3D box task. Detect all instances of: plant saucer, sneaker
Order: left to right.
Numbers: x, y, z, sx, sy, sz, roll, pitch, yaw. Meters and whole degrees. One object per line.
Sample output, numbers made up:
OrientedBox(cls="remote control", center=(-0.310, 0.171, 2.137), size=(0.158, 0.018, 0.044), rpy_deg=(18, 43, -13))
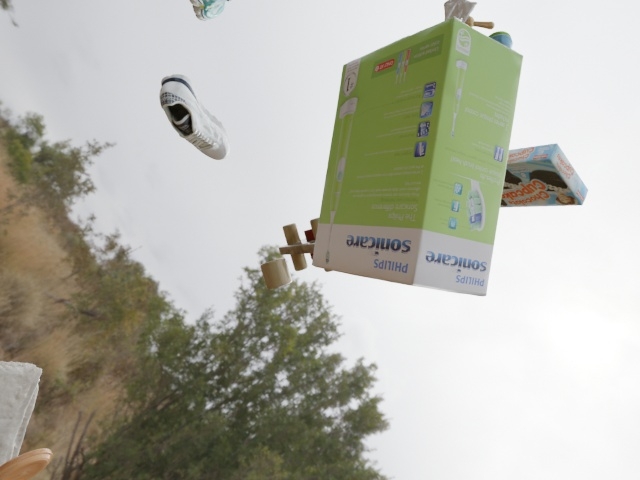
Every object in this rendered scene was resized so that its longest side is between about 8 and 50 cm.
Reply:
OrientedBox(cls="plant saucer", center=(-0.433, 0.333, 0.707), size=(0.013, 0.084, 0.083), rpy_deg=(51, -26, 25))
OrientedBox(cls="sneaker", center=(-0.279, -0.248, 1.080), size=(0.235, 0.090, 0.094), rpy_deg=(53, 22, -50))
OrientedBox(cls="sneaker", center=(-0.251, -0.586, 1.155), size=(0.275, 0.110, 0.106), rpy_deg=(-107, -161, -75))

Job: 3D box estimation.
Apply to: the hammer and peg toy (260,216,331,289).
OrientedBox(cls="hammer and peg toy", center=(0.000, 0.000, 1.183), size=(0.266, 0.362, 0.127), rpy_deg=(-6, -79, 67))

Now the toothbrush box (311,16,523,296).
OrientedBox(cls="toothbrush box", center=(0.108, -0.089, 0.604), size=(0.206, 0.122, 0.282), rpy_deg=(5, -96, 58))

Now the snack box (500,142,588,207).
OrientedBox(cls="snack box", center=(0.540, -0.169, 1.355), size=(0.187, 0.060, 0.322), rpy_deg=(40, -19, -28))

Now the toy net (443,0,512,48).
OrientedBox(cls="toy net", center=(0.341, -0.471, 1.117), size=(0.232, 0.045, 0.122), rpy_deg=(28, -41, -36))

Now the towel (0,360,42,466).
OrientedBox(cls="towel", center=(-0.595, 0.270, 0.745), size=(0.049, 0.187, 0.282), rpy_deg=(2, -16, 41))
